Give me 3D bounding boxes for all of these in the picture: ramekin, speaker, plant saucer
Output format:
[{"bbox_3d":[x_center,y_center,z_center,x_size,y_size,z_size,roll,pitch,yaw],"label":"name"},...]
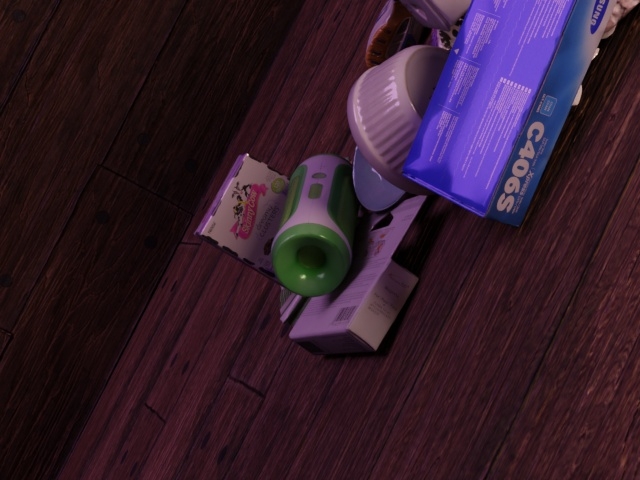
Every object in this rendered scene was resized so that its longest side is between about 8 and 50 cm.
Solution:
[{"bbox_3d":[0.151,-0.179,1.864,0.109,0.207,0.207,-37,28,46],"label":"ramekin"},{"bbox_3d":[-0.002,-0.030,2.061,0.131,0.131,0.296,-54,11,26],"label":"speaker"},{"bbox_3d":[0.118,-0.135,2.025,0.195,0.037,0.195,-34,48,49],"label":"plant saucer"}]

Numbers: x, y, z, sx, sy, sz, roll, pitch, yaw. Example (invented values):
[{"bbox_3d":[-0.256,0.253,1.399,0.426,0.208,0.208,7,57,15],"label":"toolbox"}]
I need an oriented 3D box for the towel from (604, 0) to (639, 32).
[{"bbox_3d":[0.450,-0.455,1.654,0.332,0.053,0.317,-50,18,37],"label":"towel"}]

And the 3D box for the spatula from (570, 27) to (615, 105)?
[{"bbox_3d":[0.265,-0.234,1.732,0.242,0.019,0.168,1,58,45],"label":"spatula"}]

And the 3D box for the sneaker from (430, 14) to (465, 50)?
[{"bbox_3d":[0.207,-0.347,2.250,0.071,0.068,0.170,-57,15,40],"label":"sneaker"}]

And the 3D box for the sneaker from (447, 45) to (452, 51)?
[{"bbox_3d":[0.200,-0.267,2.114,0.038,0.069,0.098,-30,34,64],"label":"sneaker"}]

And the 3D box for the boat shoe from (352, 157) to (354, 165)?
[{"bbox_3d":[0.114,-0.134,2.154,0.207,0.073,0.073,7,78,65],"label":"boat shoe"}]

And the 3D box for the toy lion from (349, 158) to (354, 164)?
[{"bbox_3d":[0.087,-0.156,2.366,0.100,0.034,0.096,-43,9,27],"label":"toy lion"}]

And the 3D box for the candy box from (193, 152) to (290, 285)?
[{"bbox_3d":[-0.092,-0.032,2.269,0.165,0.196,0.070,-61,14,-6],"label":"candy box"}]

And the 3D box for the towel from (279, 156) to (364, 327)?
[{"bbox_3d":[0.000,0.000,2.374,0.248,0.038,0.325,-56,14,16],"label":"towel"}]

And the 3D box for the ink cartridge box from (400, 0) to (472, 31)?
[{"bbox_3d":[0.256,-0.502,1.939,0.385,0.160,0.279,-45,10,4],"label":"ink cartridge box"}]

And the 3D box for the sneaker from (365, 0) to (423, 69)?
[{"bbox_3d":[0.170,-0.452,2.474,0.296,0.112,0.131,-54,16,24],"label":"sneaker"}]

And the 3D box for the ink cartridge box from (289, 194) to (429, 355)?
[{"bbox_3d":[0.072,0.057,1.979,0.239,0.060,0.275,-57,12,-16],"label":"ink cartridge box"}]

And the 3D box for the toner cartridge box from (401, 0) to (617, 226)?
[{"bbox_3d":[0.239,-0.208,1.640,0.165,0.075,0.348,33,104,45],"label":"toner cartridge box"}]
